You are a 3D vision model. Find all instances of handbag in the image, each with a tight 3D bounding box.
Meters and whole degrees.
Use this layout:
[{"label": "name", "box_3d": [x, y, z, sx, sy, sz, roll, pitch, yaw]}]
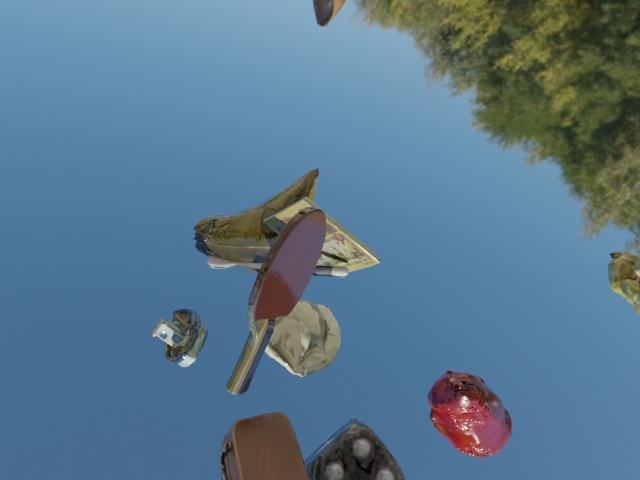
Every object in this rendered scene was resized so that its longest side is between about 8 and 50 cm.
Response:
[{"label": "handbag", "box_3d": [-0.107, 0.430, 0.938, 0.151, 0.072, 0.193, 4, -134, -33]}]

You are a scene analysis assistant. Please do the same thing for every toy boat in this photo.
[{"label": "toy boat", "box_3d": [-0.346, 0.223, 1.218, 0.115, 0.114, 0.262, 41, 178, -12]}]

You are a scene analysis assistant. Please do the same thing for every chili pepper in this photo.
[{"label": "chili pepper", "box_3d": [0.227, 0.260, 0.754, 0.110, 0.387, 0.110, -11, -123, 18]}]

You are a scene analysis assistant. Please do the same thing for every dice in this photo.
[{"label": "dice", "box_3d": [0.067, 0.528, 1.121, 0.182, 0.181, 0.183, -34, -103, -20]}]

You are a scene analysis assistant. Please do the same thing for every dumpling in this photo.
[{"label": "dumpling", "box_3d": [-0.043, 0.226, 1.168, 0.252, 0.131, 0.179, -3, -136, -48]}]

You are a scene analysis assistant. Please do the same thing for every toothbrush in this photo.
[{"label": "toothbrush", "box_3d": [-0.087, 0.054, 0.994, 0.288, 0.024, 0.026, 3, 175, 12]}]

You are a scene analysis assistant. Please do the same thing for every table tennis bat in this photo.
[{"label": "table tennis bat", "box_3d": [-0.035, 0.046, 0.390, 0.014, 0.157, 0.095, 25, -177, 17]}]

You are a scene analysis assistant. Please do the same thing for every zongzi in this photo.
[{"label": "zongzi", "box_3d": [-0.153, -0.067, 1.163, 0.274, 0.299, 0.145, 18, -152, 10]}]

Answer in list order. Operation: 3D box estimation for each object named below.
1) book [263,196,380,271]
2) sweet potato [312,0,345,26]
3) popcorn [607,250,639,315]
[{"label": "book", "box_3d": [0.000, 0.000, 0.958, 0.192, 0.168, 0.013, 39, -120, -18]}, {"label": "sweet potato", "box_3d": [0.041, -0.298, 0.465, 0.058, 0.202, 0.055, 23, 178, 4]}, {"label": "popcorn", "box_3d": [0.784, 0.093, 1.010, 0.275, 0.279, 0.335, 5, -132, -24]}]
